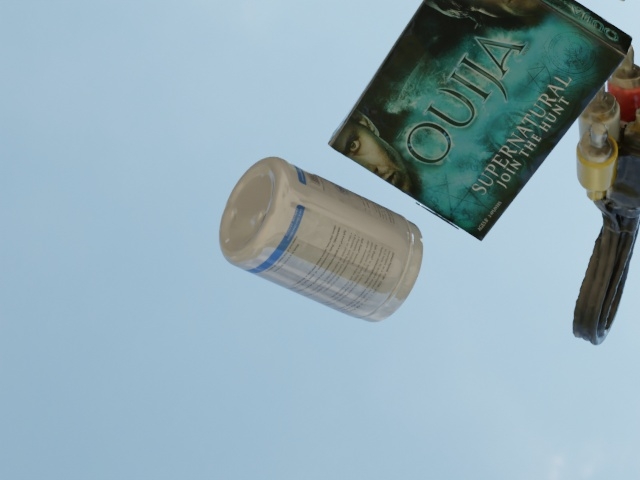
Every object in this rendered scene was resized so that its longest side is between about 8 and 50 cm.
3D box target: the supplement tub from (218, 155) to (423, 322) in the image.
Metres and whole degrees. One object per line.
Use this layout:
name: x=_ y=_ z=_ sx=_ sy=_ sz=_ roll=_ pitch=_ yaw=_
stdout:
supplement tub: x=0.000 y=0.000 z=1.122 sx=0.107 sy=0.071 sz=0.071 roll=26 pitch=-126 yaw=-29

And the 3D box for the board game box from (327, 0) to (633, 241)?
board game box: x=0.099 y=-0.095 z=1.221 sx=0.126 sy=0.186 sz=0.026 roll=31 pitch=-139 yaw=-3

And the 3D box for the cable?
cable: x=0.239 y=-0.041 z=1.566 sx=0.072 sy=0.287 sz=0.139 roll=20 pitch=-128 yaw=13
